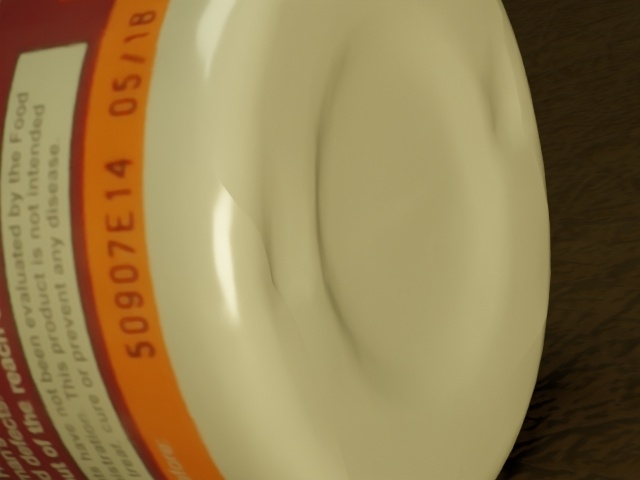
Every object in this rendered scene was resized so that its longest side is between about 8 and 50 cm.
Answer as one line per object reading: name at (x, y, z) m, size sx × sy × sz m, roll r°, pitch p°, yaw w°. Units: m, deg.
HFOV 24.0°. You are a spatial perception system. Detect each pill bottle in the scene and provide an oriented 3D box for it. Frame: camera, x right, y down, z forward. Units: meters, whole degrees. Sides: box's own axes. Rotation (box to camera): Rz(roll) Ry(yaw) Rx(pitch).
pill bottle at (-0.132, -0.001, 0.581) m, size 0.392 × 0.224 × 0.224 m, roll -3°, pitch 23°, yaw 31°
